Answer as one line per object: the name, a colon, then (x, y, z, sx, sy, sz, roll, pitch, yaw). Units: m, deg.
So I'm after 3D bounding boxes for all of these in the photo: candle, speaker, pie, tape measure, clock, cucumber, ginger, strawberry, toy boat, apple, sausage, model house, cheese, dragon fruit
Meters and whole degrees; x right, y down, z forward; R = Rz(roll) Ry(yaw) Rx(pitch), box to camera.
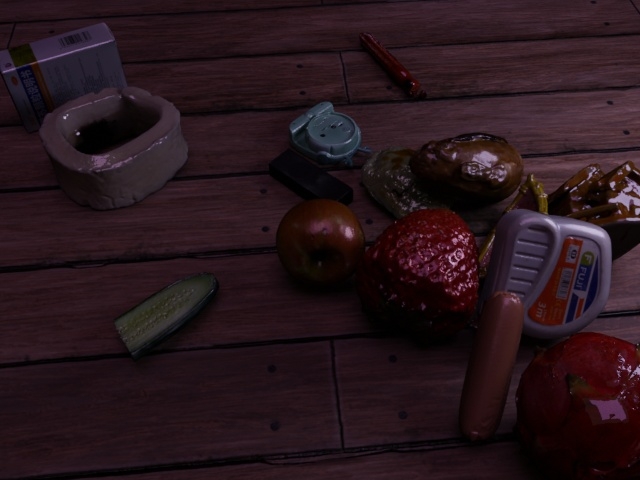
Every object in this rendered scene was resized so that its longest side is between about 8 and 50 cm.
candle: (0.202, -0.518, 2.012, 0.048, 0.051, 0.329, -28, 54, -9)
speaker: (-0.025, -0.147, 1.712, 0.218, 0.044, 0.082, 36, 59, 26)
pie: (0.223, -0.145, 1.681, 0.201, 0.090, 0.248, -32, 62, -29)
tape measure: (0.451, 0.075, 1.410, 0.264, 0.258, 0.130, 10, 7, -6)
clock: (0.034, -0.269, 1.800, 0.210, 0.066, 0.159, 35, 60, 25)
cucumber: (-0.313, 0.156, 1.452, 0.243, 0.063, 0.115, -34, 50, -24)
ginger: (0.362, -0.171, 1.593, 0.321, 0.172, 0.165, 6, 87, -37)
strawberry: (0.210, 0.054, 1.417, 0.257, 0.257, 0.277, 18, 64, 14)
toy boat: (0.431, -0.012, 1.552, 0.141, 0.099, 0.318, 3, 48, 50)
apple: (0.000, 0.000, 1.500, 0.195, 0.196, 0.196, 0, 51, 0)
sausage: (0.322, 0.236, 1.298, 0.086, 0.086, 0.289, 15, 85, 12)
model house: (0.625, -0.084, 1.571, 0.219, 0.199, 0.229, 9, 54, -8)
cheese: (-0.510, -0.246, 1.725, 0.332, 0.153, 0.292, -29, 57, -23)
dragon fruit: (0.485, 0.311, 1.188, 0.295, 0.296, 0.302, 0, 31, 0)

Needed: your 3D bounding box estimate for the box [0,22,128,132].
box: (-0.685, -0.439, 1.854, 0.299, 0.200, 0.106, -22, 53, -17)
